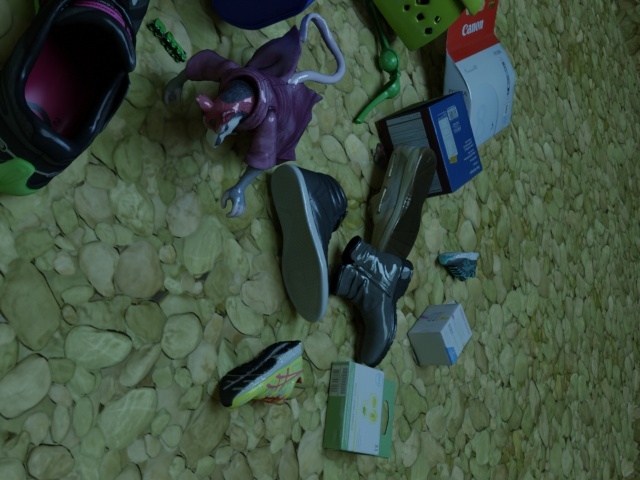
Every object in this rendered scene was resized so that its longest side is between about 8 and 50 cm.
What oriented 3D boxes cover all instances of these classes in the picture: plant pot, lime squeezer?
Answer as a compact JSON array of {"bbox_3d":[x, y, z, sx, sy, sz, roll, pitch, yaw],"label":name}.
[{"bbox_3d":[0.246,-0.604,1.645,0.228,0.207,0.227,44,47,-33],"label":"plant pot"},{"bbox_3d":[0.134,-0.392,1.687,0.109,0.059,0.311,12,73,-16],"label":"lime squeezer"}]

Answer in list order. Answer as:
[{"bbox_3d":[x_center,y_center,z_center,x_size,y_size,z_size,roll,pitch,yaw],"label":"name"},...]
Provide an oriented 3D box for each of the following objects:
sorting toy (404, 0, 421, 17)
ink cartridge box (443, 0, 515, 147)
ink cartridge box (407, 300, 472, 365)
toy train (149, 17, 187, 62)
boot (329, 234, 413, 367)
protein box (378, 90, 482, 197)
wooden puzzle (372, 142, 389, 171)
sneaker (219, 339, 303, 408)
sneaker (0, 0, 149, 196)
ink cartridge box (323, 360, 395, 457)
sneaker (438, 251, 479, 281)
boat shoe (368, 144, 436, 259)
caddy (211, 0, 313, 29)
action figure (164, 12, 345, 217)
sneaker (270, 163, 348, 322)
[{"bbox_3d":[0.170,-0.608,1.760,0.347,0.047,0.196,-13,88,-53],"label":"sorting toy"},{"bbox_3d":[0.424,-0.450,1.913,0.308,0.091,0.385,-33,133,-48],"label":"ink cartridge box"},{"bbox_3d":[0.285,0.215,1.726,0.143,0.089,0.092,-42,116,-47],"label":"ink cartridge box"},{"bbox_3d":[-0.249,-0.329,1.211,0.083,0.017,0.024,50,38,-34],"label":"toy train"},{"bbox_3d":[0.082,0.124,1.509,0.161,0.083,0.247,20,83,-26],"label":"boot"},{"bbox_3d":[0.263,-0.221,1.730,0.200,0.135,0.201,-34,110,-52],"label":"protein box"},{"bbox_3d":[0.141,-0.189,1.682,0.083,0.006,0.049,40,55,-41],"label":"wooden puzzle"},{"bbox_3d":[-0.088,0.247,1.263,0.208,0.081,0.094,-25,106,-51],"label":"sneaker"},{"bbox_3d":[-0.303,-0.277,0.985,0.185,0.202,0.483,34,59,-44],"label":"sneaker"},{"bbox_3d":[0.103,0.352,1.507,0.235,0.056,0.171,25,64,-44],"label":"ink cartridge box"},{"bbox_3d":[0.354,0.067,1.864,0.166,0.065,0.076,2,87,-50],"label":"sneaker"},{"bbox_3d":[0.160,-0.066,1.616,0.109,0.098,0.302,24,84,-53],"label":"boat shoe"},{"bbox_3d":[-0.085,-0.498,1.204,0.179,0.341,0.241,-52,120,-24],"label":"caddy"},{"bbox_3d":[-0.086,-0.213,1.180,0.248,0.275,0.370,58,14,-4],"label":"action figure"},{"bbox_3d":[0.000,0.000,1.394,0.146,0.104,0.296,-9,90,-50],"label":"sneaker"}]
